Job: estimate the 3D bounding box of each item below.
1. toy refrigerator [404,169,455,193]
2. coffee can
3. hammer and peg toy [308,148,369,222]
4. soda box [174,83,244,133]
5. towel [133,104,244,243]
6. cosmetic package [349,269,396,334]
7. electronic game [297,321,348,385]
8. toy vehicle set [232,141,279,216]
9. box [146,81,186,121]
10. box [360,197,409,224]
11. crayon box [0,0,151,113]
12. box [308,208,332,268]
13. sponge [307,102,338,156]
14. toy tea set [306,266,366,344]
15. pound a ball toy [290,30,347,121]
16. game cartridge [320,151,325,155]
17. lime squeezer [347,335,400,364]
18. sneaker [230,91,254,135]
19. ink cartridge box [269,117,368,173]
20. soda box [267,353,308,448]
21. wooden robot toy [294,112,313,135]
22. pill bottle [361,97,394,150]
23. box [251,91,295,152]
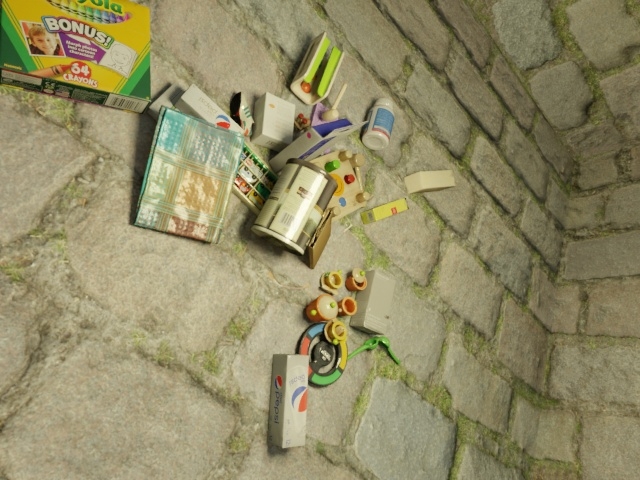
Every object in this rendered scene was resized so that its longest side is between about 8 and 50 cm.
[{"bbox_3d":[0.546,-0.296,2.095,0.269,0.102,0.094,-11,87,-38],"label":"toy refrigerator"},{"bbox_3d":[-0.088,-0.113,1.452,0.201,0.201,0.275,33,78,-28],"label":"coffee can"},{"bbox_3d":[0.095,-0.232,1.710,0.361,0.127,0.266,-28,98,-38],"label":"hammer and peg toy"},{"bbox_3d":[-0.362,-0.399,1.379,0.216,0.069,0.074,41,59,-24],"label":"soda box"},{"bbox_3d":[-0.397,-0.196,1.303,0.271,0.040,0.370,15,86,-28],"label":"towel"},{"bbox_3d":[0.214,0.252,1.714,0.127,0.107,0.238,26,68,-28],"label":"cosmetic package"},{"bbox_3d":[0.012,0.416,1.553,0.229,0.048,0.229,9,75,-37],"label":"electronic game"},{"bbox_3d":[-0.259,-0.231,1.492,0.267,0.035,0.166,46,56,-21],"label":"toy vehicle set"},{"bbox_3d":[-0.447,-0.403,1.382,0.186,0.038,0.145,45,57,-23],"label":"box"},{"bbox_3d":[0.287,-0.132,1.866,0.232,0.087,0.058,-19,92,-40],"label":"box"},{"bbox_3d":[-0.679,-0.558,1.190,0.362,0.106,0.313,3,79,-38],"label":"crayon box"},{"bbox_3d":[0.000,0.000,1.552,0.021,0.201,0.164,23,67,9],"label":"box"},{"bbox_3d":[0.004,-0.460,1.751,0.117,0.031,0.210,26,65,-30],"label":"sponge"},{"bbox_3d":[0.083,0.212,1.583,0.200,0.124,0.336,41,49,-16],"label":"toy tea set"},{"bbox_3d":[0.002,-0.654,1.728,0.208,0.135,0.319,36,60,-31],"label":"pound a ball toy"},{"bbox_3d":[0.001,-0.382,1.680,0.056,0.017,0.083,-71,149,-71],"label":"game cartridge"},{"bbox_3d":[0.221,0.442,1.720,0.310,0.059,0.110,14,103,-37],"label":"lime squeezer"},{"bbox_3d":[-0.278,-0.452,1.523,0.075,0.057,0.161,11,70,-54],"label":"sneaker"},{"bbox_3d":[-0.017,-0.346,1.492,0.175,0.370,0.069,-27,95,-39],"label":"ink cartridge box"},{"bbox_3d":[-0.106,0.527,1.406,0.091,0.098,0.287,13,72,-36],"label":"soda box"},{"bbox_3d":[-0.058,-0.460,1.658,0.079,0.076,0.173,-37,90,-38],"label":"wooden robot toy"},{"bbox_3d":[0.269,-0.533,1.915,0.124,0.124,0.222,30,64,-29],"label":"pill bottle"},{"bbox_3d":[-0.175,-0.436,1.567,0.130,0.091,0.171,14,72,-35],"label":"box"}]
